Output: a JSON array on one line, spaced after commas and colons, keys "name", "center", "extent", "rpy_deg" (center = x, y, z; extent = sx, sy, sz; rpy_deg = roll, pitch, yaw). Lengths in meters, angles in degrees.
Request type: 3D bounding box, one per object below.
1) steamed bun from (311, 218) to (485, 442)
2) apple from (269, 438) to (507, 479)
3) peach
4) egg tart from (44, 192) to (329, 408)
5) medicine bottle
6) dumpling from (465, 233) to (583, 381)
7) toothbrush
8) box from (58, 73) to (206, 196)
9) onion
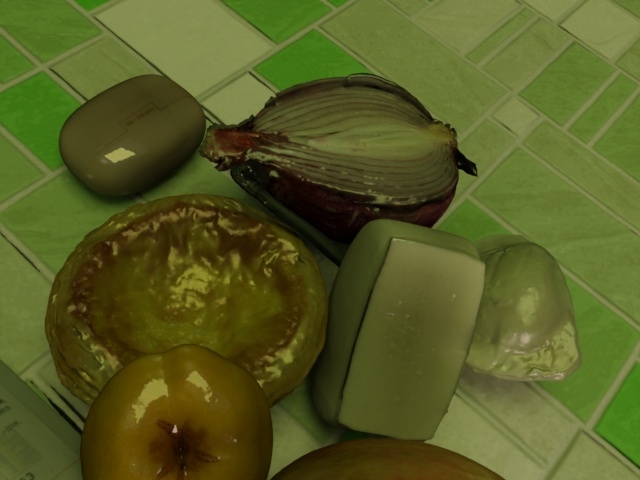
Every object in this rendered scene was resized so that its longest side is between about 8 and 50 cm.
[{"name": "steamed bun", "center": [0.083, 0.098, 0.857], "extent": [0.146, 0.164, 0.242], "rpy_deg": [15, 93, -12]}, {"name": "apple", "center": [0.086, 0.310, 0.683], "extent": [0.309, 0.314, 0.252], "rpy_deg": [43, 88, -1]}, {"name": "peach", "center": [-0.131, 0.183, 0.682], "extent": [0.179, 0.103, 0.179], "rpy_deg": [0, 92, -14]}, {"name": "egg tart", "center": [-0.149, 0.088, 0.852], "extent": [0.318, 0.128, 0.319], "rpy_deg": [6, 54, -9]}, {"name": "medicine bottle", "center": [-0.361, 0.207, 0.724], "extent": [0.324, 0.124, 0.179], "rpy_deg": [39, 51, 11]}, {"name": "dumpling", "center": [0.227, 0.078, 0.960], "extent": [0.179, 0.131, 0.252], "rpy_deg": [-11, 46, 5]}, {"name": "toothbrush", "center": [0.000, 0.000, 0.903], "extent": [0.297, 0.030, 0.030], "rpy_deg": [42, 32, -34]}, {"name": "box", "center": [-0.251, -0.144, 1.002], "extent": [0.146, 0.088, 0.200], "rpy_deg": [40, 58, 12]}, {"name": "onion", "center": [0.004, -0.087, 0.985], "extent": [0.348, 0.159, 0.267], "rpy_deg": [-3, 46, -17]}]
